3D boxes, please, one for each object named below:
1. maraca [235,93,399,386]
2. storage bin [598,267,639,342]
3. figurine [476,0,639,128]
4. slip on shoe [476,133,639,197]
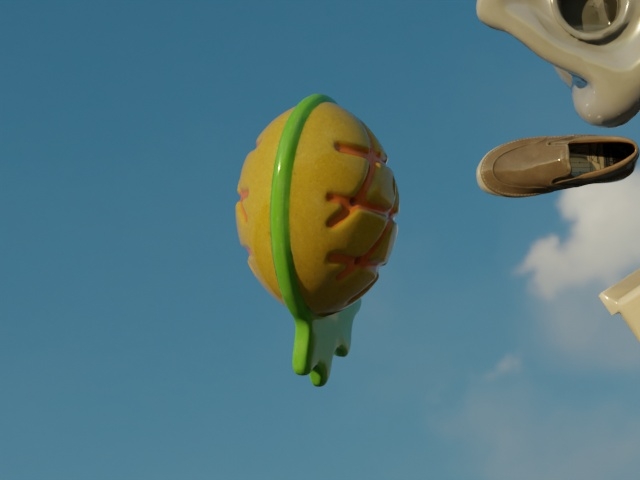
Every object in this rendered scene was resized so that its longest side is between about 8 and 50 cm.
[{"bbox_3d":[0.000,0.000,0.811,0.099,0.127,0.185,6,-65,24],"label":"maraca"},{"bbox_3d":[0.321,0.080,0.732,0.123,0.262,0.260,-40,-11,34],"label":"storage bin"},{"bbox_3d":[0.153,-0.156,0.598,0.092,0.214,0.209,19,7,15],"label":"figurine"},{"bbox_3d":[0.198,-0.064,1.074,0.135,0.051,0.041,-3,-10,-2],"label":"slip on shoe"}]
